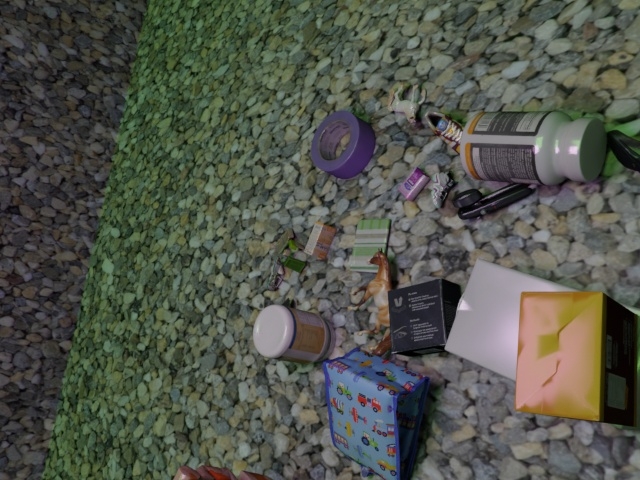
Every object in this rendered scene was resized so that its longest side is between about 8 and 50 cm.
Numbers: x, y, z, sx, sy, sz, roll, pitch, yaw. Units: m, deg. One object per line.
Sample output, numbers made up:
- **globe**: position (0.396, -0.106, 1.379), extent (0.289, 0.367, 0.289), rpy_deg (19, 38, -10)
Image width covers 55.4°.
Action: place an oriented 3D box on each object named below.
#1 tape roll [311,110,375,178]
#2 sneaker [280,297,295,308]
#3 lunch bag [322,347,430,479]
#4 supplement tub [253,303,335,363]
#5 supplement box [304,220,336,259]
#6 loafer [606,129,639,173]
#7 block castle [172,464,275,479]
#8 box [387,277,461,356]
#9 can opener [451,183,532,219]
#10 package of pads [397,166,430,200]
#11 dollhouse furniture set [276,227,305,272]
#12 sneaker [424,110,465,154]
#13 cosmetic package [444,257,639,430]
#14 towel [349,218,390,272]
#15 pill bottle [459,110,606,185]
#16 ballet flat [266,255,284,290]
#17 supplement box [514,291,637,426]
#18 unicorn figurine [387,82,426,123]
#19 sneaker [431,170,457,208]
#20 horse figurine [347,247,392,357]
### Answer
- **tape roll**: position (0.065, -0.284, 1.814), extent (0.189, 0.080, 0.189), rpy_deg (-18, 63, 40)
- **sneaker**: position (-0.135, 0.255, 1.842), extent (0.170, 0.051, 0.089), rpy_deg (-40, 51, 21)
- **lunch bag**: position (0.121, 0.439, 1.454), extent (0.221, 0.138, 0.293), rpy_deg (17, 110, 41)
- **supplement tub**: position (-0.069, 0.260, 1.665), extent (0.144, 0.199, 0.144), rpy_deg (-17, 64, 39)
- **supplement box**: position (0.000, 0.000, 1.789), extent (0.036, 0.062, 0.099), rpy_deg (23, 93, 44)
- **loafer**: position (0.650, -0.172, 1.231), extent (0.061, 0.062, 0.170), rpy_deg (-33, 54, 4)
- **block castle**: position (-0.163, 0.706, 1.424), extent (0.303, 0.453, 0.213), rpy_deg (20, 82, 45)
- **box**: position (0.252, 0.187, 1.456), extent (0.156, 0.093, 0.158), rpy_deg (-18, 65, 39)
- **can opener**: position (0.405, -0.094, 1.435), extent (0.186, 0.073, 0.059), rpy_deg (-15, 57, 30)
- **package of pads**: position (0.249, -0.149, 1.622), extent (0.083, 0.032, 0.050), rpy_deg (-52, 50, 18)
- **dollhouse furniture set**: position (-0.087, 0.031, 1.891), extent (0.076, 0.058, 0.152), rpy_deg (-57, 26, 24)
- **sneaker**: position (0.335, -0.270, 1.543), extent (0.185, 0.083, 0.070), rpy_deg (44, 107, 44)
- **cosmetic package**: position (0.464, 0.195, 1.207), extent (0.385, 0.156, 0.217), rpy_deg (23, 92, 47)
- **towel**: position (0.140, 0.015, 1.682), extent (0.113, 0.023, 0.152), rpy_deg (1, 74, 42)
- **pill bottle**: position (0.462, -0.203, 1.342), extent (0.278, 0.162, 0.162), rpy_deg (12, 85, 45)
- **ballet flat**: position (-0.135, 0.106, 1.901), extent (0.041, 0.041, 0.114), rpy_deg (28, 104, 46)
- **supplement box**: position (0.422, 0.194, 0.995), extent (0.129, 0.194, 0.191), rpy_deg (-4, 72, 41)
- **unicorn figurine**: position (0.244, -0.379, 1.698), extent (0.162, 0.060, 0.111), rpy_deg (22, 92, 62)
- **sneaker**: position (0.318, -0.133, 1.544), extent (0.069, 0.038, 0.098), rpy_deg (-14, 67, 41)
- **horse figurine**: position (0.151, 0.174, 1.580), extent (0.174, 0.066, 0.263), rpy_deg (-41, 50, 33)
